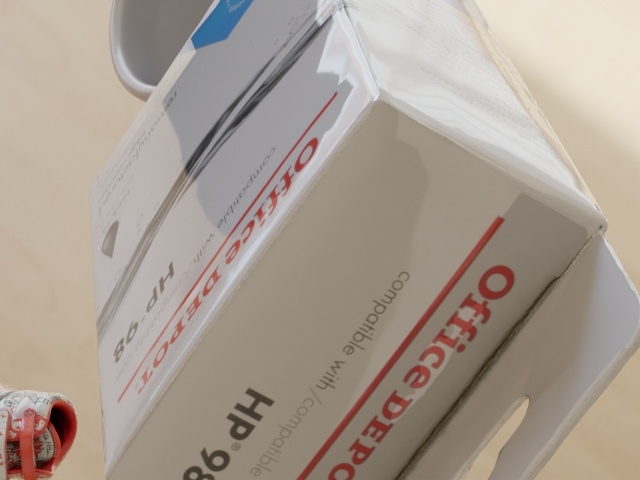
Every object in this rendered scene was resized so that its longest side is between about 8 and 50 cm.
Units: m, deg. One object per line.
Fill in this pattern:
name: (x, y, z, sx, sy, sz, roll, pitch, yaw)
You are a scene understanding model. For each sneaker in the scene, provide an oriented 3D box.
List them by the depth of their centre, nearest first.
sneaker: (-0.344, 0.195, 1.838, 0.145, 0.090, 0.270, 5, 13, 28)

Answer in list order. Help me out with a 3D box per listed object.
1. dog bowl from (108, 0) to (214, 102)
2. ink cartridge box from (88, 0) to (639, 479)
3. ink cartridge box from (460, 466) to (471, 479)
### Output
dog bowl: (-0.013, -0.183, 1.205, 0.104, 0.265, 0.265, 29, 48, -31)
ink cartridge box: (0.000, 0.000, 0.441, 0.060, 0.104, 0.180, 29, 19, -21)
ink cartridge box: (0.027, 0.126, 1.514, 0.198, 0.115, 0.273, 32, 52, -1)
